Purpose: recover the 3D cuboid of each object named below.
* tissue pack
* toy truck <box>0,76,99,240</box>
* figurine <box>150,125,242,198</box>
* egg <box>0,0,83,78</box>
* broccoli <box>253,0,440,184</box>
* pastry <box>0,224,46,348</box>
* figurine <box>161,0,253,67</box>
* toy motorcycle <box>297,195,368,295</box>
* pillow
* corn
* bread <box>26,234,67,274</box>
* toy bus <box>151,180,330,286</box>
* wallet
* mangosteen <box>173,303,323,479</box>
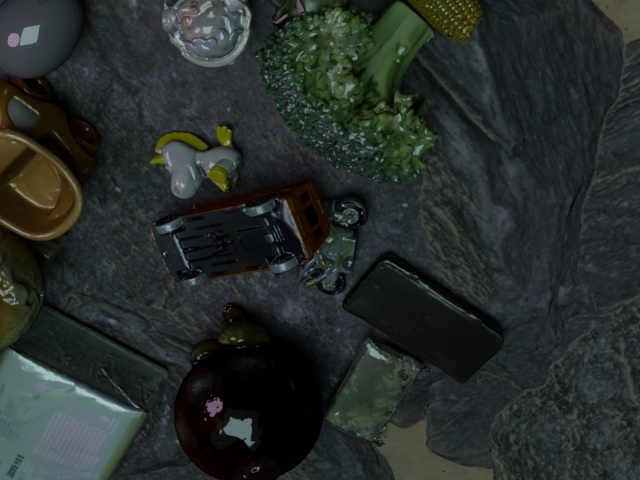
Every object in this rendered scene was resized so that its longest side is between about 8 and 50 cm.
[{"bbox_3d":[-0.569,0.388,2.195,0.332,0.205,0.405,30,119,-6],"label":"tissue pack"},{"bbox_3d":[-0.552,-0.159,1.897,0.204,0.211,0.288,-39,110,24],"label":"toy truck"},{"bbox_3d":[-0.237,-0.146,1.928,0.178,0.109,0.129,-5,91,13],"label":"figurine"},{"bbox_3d":[-0.507,-0.374,1.807,0.199,0.146,0.146,-35,108,19],"label":"egg"},{"bbox_3d":[0.050,-0.262,1.714,0.339,0.277,0.317,12,100,-6],"label":"broccoli"},{"bbox_3d":[-0.684,0.069,1.952,0.330,0.136,0.329,10,125,14],"label":"pastry"},{"bbox_3d":[-0.201,-0.403,1.743,0.163,0.141,0.236,-6,117,18],"label":"figurine"},{"bbox_3d":[0.000,0.000,1.967,0.152,0.073,0.225,19,120,5],"label":"toy motorcycle"},{"bbox_3d":[0.110,0.317,2.127,0.169,0.059,0.255,26,118,-5],"label":"pillow"},{"bbox_3d":[0.164,-0.447,1.682,0.106,0.106,0.293,-39,105,25],"label":"corn"},{"bbox_3d":[-0.677,0.027,2.074,0.239,0.111,0.246,33,121,-5],"label":"bread"},{"bbox_3d":[-0.155,-0.015,1.914,0.329,0.153,0.143,-11,110,32],"label":"toy bus"},{"bbox_3d":[0.209,0.158,2.033,0.310,0.042,0.165,33,120,-7],"label":"wallet"},{"bbox_3d":[-0.151,0.321,2.078,0.306,0.359,0.306,-8,148,-5],"label":"mangosteen"}]
